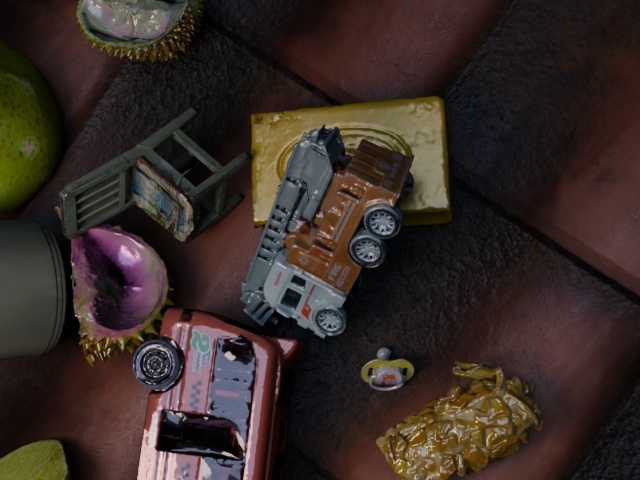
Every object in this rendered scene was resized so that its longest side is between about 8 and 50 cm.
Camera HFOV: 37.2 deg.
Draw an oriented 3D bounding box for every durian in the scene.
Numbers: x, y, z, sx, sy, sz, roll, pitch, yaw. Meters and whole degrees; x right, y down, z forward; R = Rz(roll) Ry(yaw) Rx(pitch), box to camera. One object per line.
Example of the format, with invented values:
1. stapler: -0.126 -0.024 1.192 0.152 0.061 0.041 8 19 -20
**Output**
1. durian: -0.322 0.081 1.522 0.187 0.153 0.260 -7 56 6
2. durian: -0.309 -0.391 1.623 0.237 0.138 0.193 34 93 14

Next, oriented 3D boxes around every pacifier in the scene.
1. pacifier: 0.103 0.198 1.485 0.083 0.068 0.064 1 45 -6

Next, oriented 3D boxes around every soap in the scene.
1. soap: 0.047 -0.120 1.524 0.325 0.096 0.204 -5 79 10

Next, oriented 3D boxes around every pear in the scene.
1. pear: -0.607 -0.237 1.568 0.238 0.318 0.342 -45 77 5

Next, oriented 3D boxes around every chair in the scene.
1. chair: -0.254 -0.068 1.497 0.147 0.136 0.270 42 58 15

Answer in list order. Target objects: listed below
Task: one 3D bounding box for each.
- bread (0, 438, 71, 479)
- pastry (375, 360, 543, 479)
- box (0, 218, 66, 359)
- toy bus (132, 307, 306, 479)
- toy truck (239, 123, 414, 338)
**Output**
1. bread: -0.486 0.402 1.492 0.229 0.228 0.033 -23 113 6
2. pastry: 0.210 0.275 1.417 0.250 0.102 0.154 -36 74 5
3. box: -0.518 0.080 1.516 0.226 0.149 0.226 4 96 53
4. toy bus: -0.163 0.323 1.434 0.233 0.203 0.426 6 82 8
5. toy truck: 0.000 0.000 1.422 0.184 0.133 0.338 26 125 0
